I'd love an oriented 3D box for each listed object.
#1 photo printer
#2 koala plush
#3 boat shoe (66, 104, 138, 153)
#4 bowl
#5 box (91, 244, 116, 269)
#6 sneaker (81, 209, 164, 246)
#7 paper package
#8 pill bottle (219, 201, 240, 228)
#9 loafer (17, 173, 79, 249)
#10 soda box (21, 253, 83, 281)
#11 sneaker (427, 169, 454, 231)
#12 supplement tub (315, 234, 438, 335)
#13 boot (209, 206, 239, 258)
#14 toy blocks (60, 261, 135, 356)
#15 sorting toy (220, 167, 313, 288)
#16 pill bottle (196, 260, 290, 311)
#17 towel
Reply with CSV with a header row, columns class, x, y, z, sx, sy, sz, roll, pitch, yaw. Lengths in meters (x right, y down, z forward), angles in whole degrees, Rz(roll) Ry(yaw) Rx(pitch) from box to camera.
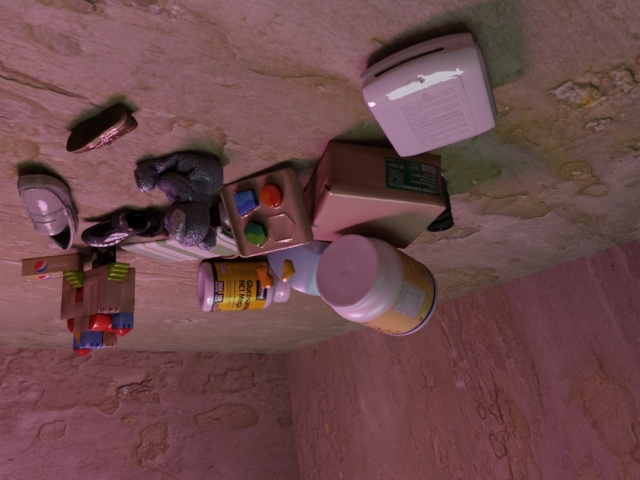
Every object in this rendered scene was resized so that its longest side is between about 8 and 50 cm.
class,x,y,z,sx,sy,sz,roll,pitch,yaw
photo printer,0.236,-0.310,1.232,0.255,0.107,0.307,-16,158,19
koala plush,-0.332,-0.085,1.431,0.203,0.221,0.196,-15,159,17
boat shoe,-0.468,-0.225,1.224,0.177,0.064,0.060,-21,155,23
bowl,0.000,0.000,1.768,0.311,0.312,0.163,-2,138,-19
box,-0.704,0.058,1.859,0.062,0.083,0.052,12,152,-43
sneaker,-0.580,-0.044,1.658,0.234,0.078,0.106,-10,157,-9
paper package,0.135,-0.115,1.573,0.324,0.168,0.309,6,157,-13
pill bottle,-0.194,-0.081,1.667,0.193,0.108,0.108,-6,160,-7
loafer,-0.694,-0.070,1.478,0.111,0.112,0.319,-6,160,-8
soda box,-0.888,0.091,1.901,0.181,0.061,0.058,-7,159,-6
sneaker,0.350,-0.115,1.754,0.104,0.147,0.295,-14,158,19
supplement tub,0.163,0.129,1.631,0.241,0.241,0.331,-21,150,30
boot,-0.322,-0.029,1.836,0.206,0.090,0.248,25,147,-35
toy blocks,-0.713,0.230,1.822,0.381,0.261,0.190,-14,163,38
sorting toy,-0.138,-0.025,1.566,0.228,0.308,0.041,-13,-172,21
pill bottle,-0.293,0.172,2.193,0.333,0.188,0.188,-1,158,-23
towel,-0.389,0.016,1.730,0.324,0.038,0.248,-7,166,18
